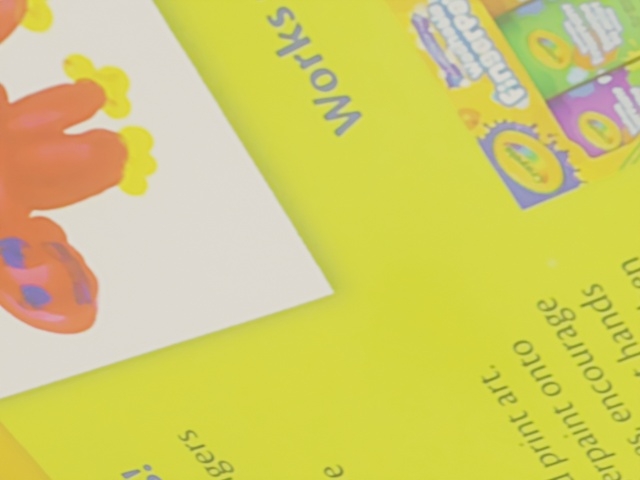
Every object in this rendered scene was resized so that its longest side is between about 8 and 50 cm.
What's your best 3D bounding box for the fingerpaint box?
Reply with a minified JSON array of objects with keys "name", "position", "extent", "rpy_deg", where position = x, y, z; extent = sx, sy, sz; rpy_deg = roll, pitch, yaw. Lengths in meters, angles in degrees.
[{"name":"fingerpaint box","position":[0.000,0.000,0.494],"extent":[0.445,0.371,0.163],"rpy_deg":[54,-150,-24]}]
